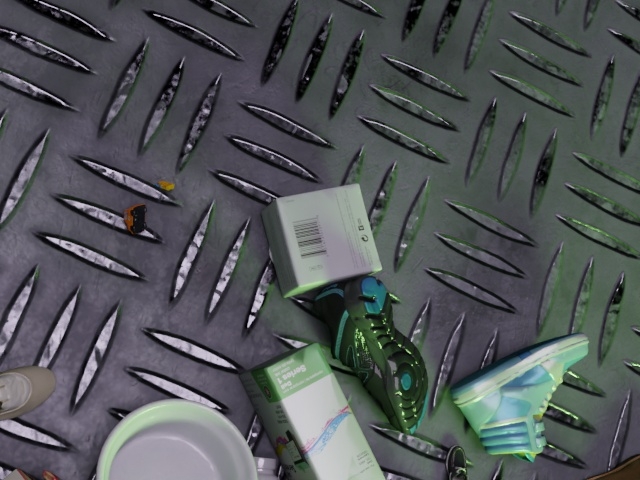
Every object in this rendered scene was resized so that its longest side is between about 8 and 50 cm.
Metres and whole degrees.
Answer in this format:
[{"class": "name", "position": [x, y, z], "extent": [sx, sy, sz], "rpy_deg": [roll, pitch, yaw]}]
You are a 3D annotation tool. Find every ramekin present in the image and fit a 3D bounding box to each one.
[{"class": "ramekin", "position": [-0.259, 0.426, 1.653], "extent": [0.277, 0.135, 0.277], "rpy_deg": [11, 59, -19]}]

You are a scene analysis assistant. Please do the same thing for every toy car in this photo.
[{"class": "toy car", "position": [-0.331, -0.064, 1.833], "extent": [0.040, 0.060, 0.122], "rpy_deg": [20, 44, 31]}]

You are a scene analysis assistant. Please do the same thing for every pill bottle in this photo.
[{"class": "pill bottle", "position": [-0.119, 0.473, 1.747], "extent": [0.086, 0.086, 0.152], "rpy_deg": [10, 76, -17]}]

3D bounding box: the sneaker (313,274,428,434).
[{"class": "sneaker", "position": [0.105, 0.225, 1.871], "extent": [0.125, 0.139, 0.341], "rpy_deg": [-39, 112, -50]}]

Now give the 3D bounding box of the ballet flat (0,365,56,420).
[{"class": "ballet flat", "position": [-0.575, 0.276, 1.639], "extent": [0.248, 0.086, 0.086], "rpy_deg": [-17, 84, -22]}]

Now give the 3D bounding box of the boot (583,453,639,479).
[{"class": "boot", "position": [0.611, 0.534, 1.967], "extent": [0.305, 0.115, 0.112], "rpy_deg": [-29, 90, -21]}]

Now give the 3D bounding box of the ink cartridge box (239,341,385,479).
[{"class": "ink cartridge box", "position": [-0.020, 0.340, 1.747], "extent": [0.117, 0.201, 0.278], "rpy_deg": [-25, 87, -21]}]

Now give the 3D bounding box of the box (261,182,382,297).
[{"class": "box", "position": [0.000, 0.000, 1.875], "extent": [0.182, 0.119, 0.181], "rpy_deg": [-12, 82, -21]}]

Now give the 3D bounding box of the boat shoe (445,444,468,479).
[{"class": "boat shoe", "position": [0.274, 0.472, 1.906], "extent": [0.046, 0.038, 0.125], "rpy_deg": [15, 74, -15]}]

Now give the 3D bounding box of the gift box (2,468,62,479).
[{"class": "gift box", "position": [-0.474, 0.526, 1.534], "extent": [0.258, 0.276, 0.255], "rpy_deg": [-40, 79, -18]}]

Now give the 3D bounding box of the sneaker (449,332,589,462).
[{"class": "sneaker", "position": [0.438, 0.328, 1.951], "extent": [0.319, 0.127, 0.208], "rpy_deg": [-24, 84, -12]}]
